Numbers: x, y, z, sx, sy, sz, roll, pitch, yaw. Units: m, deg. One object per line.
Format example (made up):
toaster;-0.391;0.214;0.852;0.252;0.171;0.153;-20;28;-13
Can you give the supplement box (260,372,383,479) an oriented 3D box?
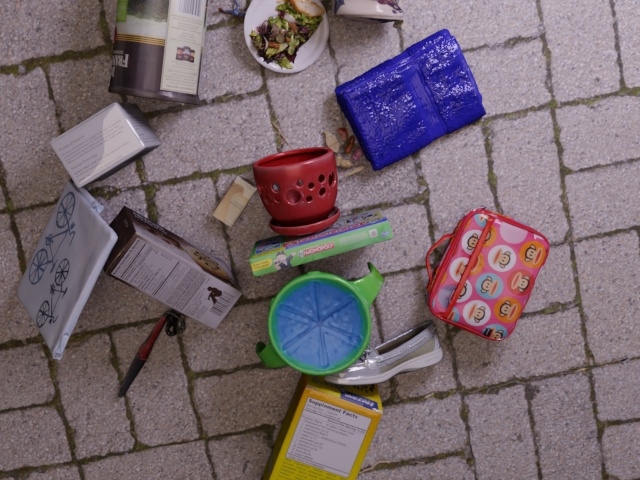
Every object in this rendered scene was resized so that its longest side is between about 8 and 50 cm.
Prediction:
supplement box;-0.005;0.506;1.846;0.194;0.195;0.356;20;100;-4

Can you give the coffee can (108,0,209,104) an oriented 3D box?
coffee can;-0.354;-0.451;1.677;0.202;0.201;0.275;8;99;-2

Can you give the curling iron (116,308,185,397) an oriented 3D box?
curling iron;-0.427;0.285;1.884;0.068;0.035;0.274;37;97;-6

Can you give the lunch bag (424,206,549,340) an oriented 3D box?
lunch bag;0.381;0.070;1.820;0.258;0.120;0.293;23;97;0

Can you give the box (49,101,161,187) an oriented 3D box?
box;-0.484;-0.220;1.724;0.182;0.181;0.119;-30;98;5

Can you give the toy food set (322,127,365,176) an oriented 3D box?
toy food set;0.061;-0.218;1.813;0.078;0.019;0.122;-20;92;3

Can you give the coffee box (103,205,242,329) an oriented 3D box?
coffee box;-0.345;0.063;1.726;0.297;0.168;0.118;33;98;-31

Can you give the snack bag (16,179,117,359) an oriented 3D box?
snack bag;-0.575;0.054;1.720;0.037;0.342;0.323;22;99;-41

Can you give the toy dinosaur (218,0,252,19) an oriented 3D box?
toy dinosaur;-0.192;-0.523;1.748;0.082;0.047;0.090;-10;111;20

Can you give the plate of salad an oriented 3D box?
plate of salad;-0.075;-0.484;1.734;0.200;0.048;0.199;-4;108;-12

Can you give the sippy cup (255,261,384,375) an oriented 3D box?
sippy cup;-0.002;0.172;1.773;0.306;0.224;0.239;-1;97;0

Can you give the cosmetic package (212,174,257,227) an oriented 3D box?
cosmetic package;-0.205;-0.095;1.818;0.060;0.041;0.115;32;98;-6

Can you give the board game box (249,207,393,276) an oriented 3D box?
board game box;0.000;0.000;1.750;0.318;0.213;0.046;-15;99;2

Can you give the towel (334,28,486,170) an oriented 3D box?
towel;0.212;-0.325;1.760;0.308;0.076;0.227;-28;98;2

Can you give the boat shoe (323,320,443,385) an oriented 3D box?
boat shoe;0.150;0.275;1.814;0.321;0.118;0.103;-11;92;-23

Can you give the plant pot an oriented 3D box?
plant pot;-0.049;-0.113;1.748;0.191;0.191;0.174;-10;109;1

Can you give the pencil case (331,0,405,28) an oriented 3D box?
pencil case;0.108;-0.675;1.662;0.184;0.160;0.410;-3;100;-12
